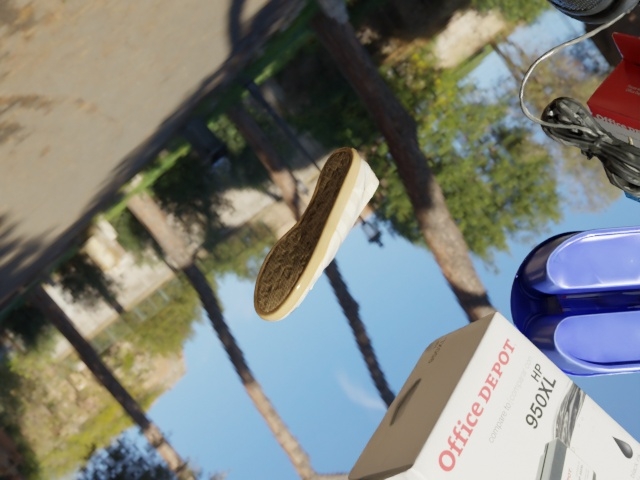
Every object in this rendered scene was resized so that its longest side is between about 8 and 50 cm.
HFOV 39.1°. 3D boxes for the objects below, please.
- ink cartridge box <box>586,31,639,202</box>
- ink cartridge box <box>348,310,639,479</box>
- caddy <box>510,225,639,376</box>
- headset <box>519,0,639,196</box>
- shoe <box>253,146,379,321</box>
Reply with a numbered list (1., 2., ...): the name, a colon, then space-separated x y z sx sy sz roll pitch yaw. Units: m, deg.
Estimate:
1. ink cartridge box: 0.399 -0.124 1.043 0.078 0.231 0.134 -49 -138 -9
2. ink cartridge box: 0.273 0.337 1.208 0.285 0.395 0.166 -53 -172 -38
3. caddy: 0.483 0.095 1.451 0.341 0.241 0.179 -4 172 0
4. headset: 0.264 -0.227 0.679 0.243 0.185 0.394 -20 143 -33
5. shoe: 0.000 0.000 1.007 0.076 0.058 0.219 14 -110 48
